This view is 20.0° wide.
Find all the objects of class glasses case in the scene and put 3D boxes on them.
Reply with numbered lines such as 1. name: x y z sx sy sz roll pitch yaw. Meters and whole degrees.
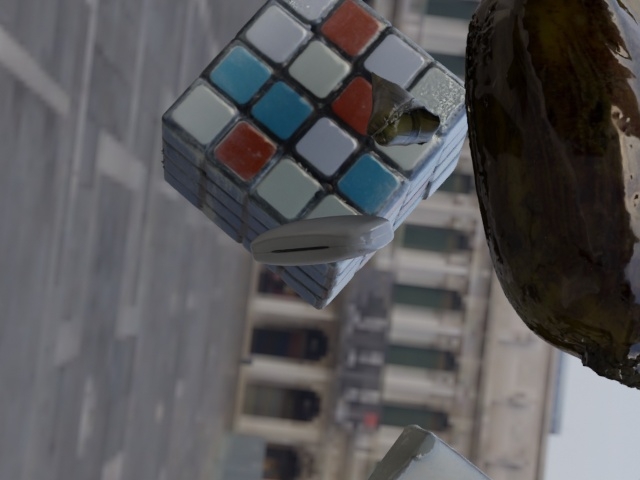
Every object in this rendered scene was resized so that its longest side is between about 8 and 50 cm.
1. glasses case: 0.000 0.000 1.767 0.063 0.164 0.041 -25 105 -45

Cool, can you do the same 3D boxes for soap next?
1. soap: 0.124 0.271 1.682 0.121 0.183 0.064 -53 -163 -9

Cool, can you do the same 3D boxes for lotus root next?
1. lotus root: 0.228 -0.060 1.488 0.179 0.196 0.397 -35 -124 57

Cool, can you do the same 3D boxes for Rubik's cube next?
1. Rubik's cube: -0.005 -0.110 2.023 0.253 0.256 0.259 -49 173 -11

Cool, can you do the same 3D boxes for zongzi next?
1. zongzi: 0.050 -0.113 1.493 0.040 0.083 0.076 -50 157 26
